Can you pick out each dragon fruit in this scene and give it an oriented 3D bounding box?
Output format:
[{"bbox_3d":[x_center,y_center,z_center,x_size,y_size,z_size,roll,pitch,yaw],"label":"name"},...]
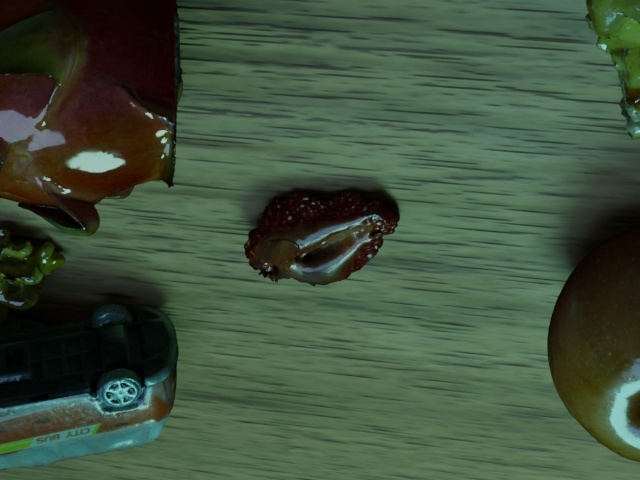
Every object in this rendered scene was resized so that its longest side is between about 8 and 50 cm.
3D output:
[{"bbox_3d":[-0.205,-0.113,1.039,0.227,0.224,0.224,5,140,3],"label":"dragon fruit"}]

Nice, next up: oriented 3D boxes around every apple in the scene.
[{"bbox_3d":[0.282,0.087,1.152,0.201,0.162,0.201,11,142,8],"label":"apple"}]

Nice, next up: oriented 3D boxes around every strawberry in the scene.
[{"bbox_3d":[-0.001,0.002,1.235,0.152,0.048,0.104,-22,132,41],"label":"strawberry"}]

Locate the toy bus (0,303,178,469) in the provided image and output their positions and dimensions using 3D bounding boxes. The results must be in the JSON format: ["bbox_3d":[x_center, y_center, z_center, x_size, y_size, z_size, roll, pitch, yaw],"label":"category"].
[{"bbox_3d":[-0.263,0.146,1.370,0.265,0.121,0.120,-9,128,-7],"label":"toy bus"}]

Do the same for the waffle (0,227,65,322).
[{"bbox_3d":[-0.405,-0.014,1.330,0.259,0.069,0.293,-16,130,31],"label":"waffle"}]

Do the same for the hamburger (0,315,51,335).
[{"bbox_3d":[-0.308,0.133,1.477,0.133,0.062,0.140,17,142,0],"label":"hamburger"}]

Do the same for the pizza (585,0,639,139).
[{"bbox_3d":[0.279,-0.170,0.914,0.223,0.089,0.323,34,137,-26],"label":"pizza"}]
